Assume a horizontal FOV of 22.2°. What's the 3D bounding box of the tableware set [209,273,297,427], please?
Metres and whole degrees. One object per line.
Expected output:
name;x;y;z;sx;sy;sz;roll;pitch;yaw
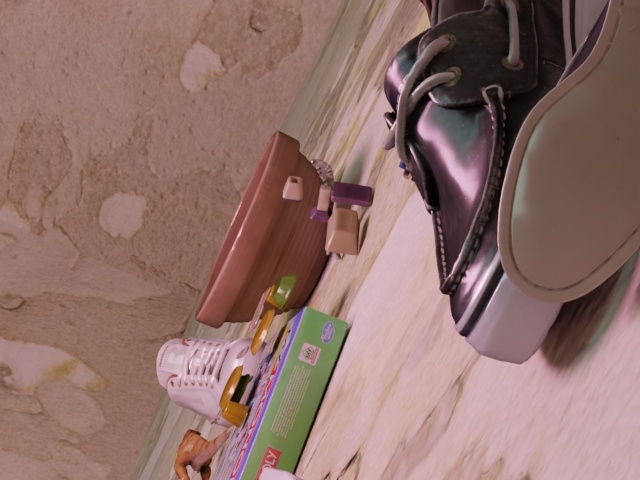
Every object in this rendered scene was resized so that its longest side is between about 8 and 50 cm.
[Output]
tableware set;-0.059;0.107;1.552;0.154;0.024;0.104;-68;9;-21

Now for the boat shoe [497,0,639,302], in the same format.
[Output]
boat shoe;0.140;-0.061;0.728;0.206;0.075;0.065;-66;-17;-9

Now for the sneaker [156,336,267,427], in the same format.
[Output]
sneaker;-0.143;0.169;2.010;0.106;0.123;0.290;-67;7;-19

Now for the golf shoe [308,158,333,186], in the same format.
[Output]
golf shoe;-0.032;-0.035;2.075;0.176;0.069;0.086;-63;1;23

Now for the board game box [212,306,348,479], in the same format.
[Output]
board game box;-0.069;0.228;1.496;0.213;0.046;0.317;131;161;-74

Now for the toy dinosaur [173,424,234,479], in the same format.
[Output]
toy dinosaur;-0.147;0.256;1.933;0.211;0.064;0.112;164;118;-69

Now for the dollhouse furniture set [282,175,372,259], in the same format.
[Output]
dollhouse furniture set;0.000;0.000;1.646;0.114;0.091;0.081;-84;2;-60

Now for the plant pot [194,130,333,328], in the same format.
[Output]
plant pot;-0.049;0.003;1.859;0.237;0.110;0.237;-157;90;-83

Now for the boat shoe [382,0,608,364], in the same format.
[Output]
boat shoe;0.087;-0.062;0.871;0.335;0.119;0.121;-75;10;-55

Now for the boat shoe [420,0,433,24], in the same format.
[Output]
boat shoe;0.114;-0.212;1.237;0.307;0.111;0.104;-79;15;-65

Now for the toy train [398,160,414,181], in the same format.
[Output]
toy train;0.098;-0.099;1.303;0.158;0.036;0.027;120;171;-49

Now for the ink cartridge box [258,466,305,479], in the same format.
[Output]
ink cartridge box;-0.035;0.250;1.080;0.232;0.066;0.189;128;165;-81
